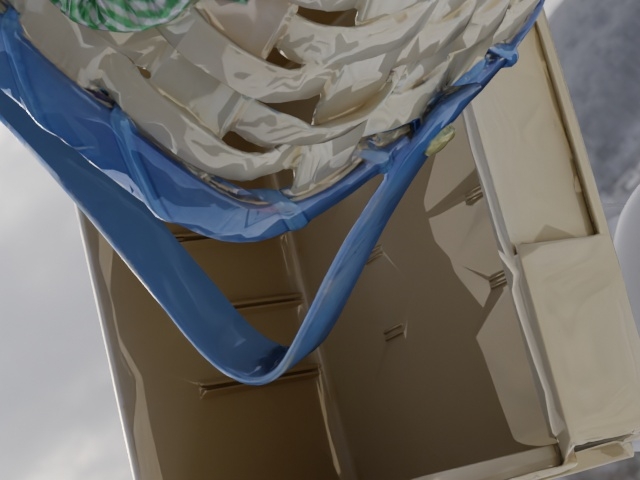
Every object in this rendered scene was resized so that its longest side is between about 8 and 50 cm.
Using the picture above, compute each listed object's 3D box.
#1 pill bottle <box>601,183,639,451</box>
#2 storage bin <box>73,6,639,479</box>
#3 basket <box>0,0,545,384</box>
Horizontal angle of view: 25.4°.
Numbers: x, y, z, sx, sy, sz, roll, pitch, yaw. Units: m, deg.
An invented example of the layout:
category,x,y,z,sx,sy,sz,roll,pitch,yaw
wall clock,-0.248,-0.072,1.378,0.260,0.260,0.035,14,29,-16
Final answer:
category,x,y,z,sx,sy,sz,roll,pitch,yaw
pill bottle,0.312,0.032,0.876,0.363,0.210,0.210,-15,17,44
storage bin,0.000,0.000,0.638,0.123,0.262,0.260,-6,-15,-30
basket,-0.052,-0.112,0.447,0.201,0.255,0.289,-38,-13,-36
